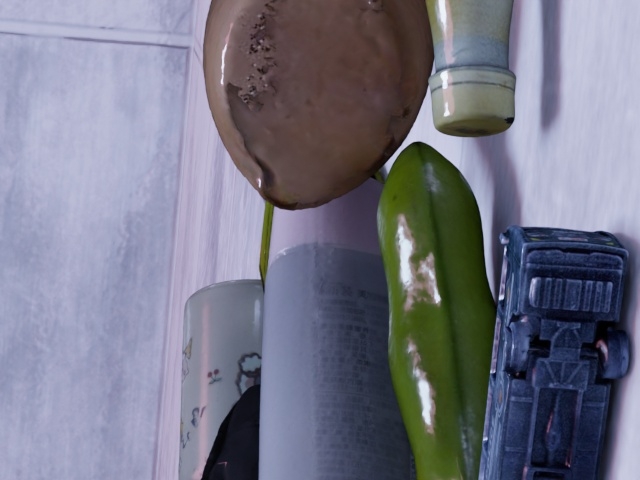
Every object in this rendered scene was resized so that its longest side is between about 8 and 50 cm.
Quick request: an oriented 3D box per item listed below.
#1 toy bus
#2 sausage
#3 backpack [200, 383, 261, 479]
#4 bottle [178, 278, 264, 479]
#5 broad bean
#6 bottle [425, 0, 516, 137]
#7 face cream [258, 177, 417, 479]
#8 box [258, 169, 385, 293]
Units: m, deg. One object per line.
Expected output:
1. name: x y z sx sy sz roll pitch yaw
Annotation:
1. toy bus: 0.087 0.074 0.779 0.065 0.047 0.165 -103 17 -75
2. sausage: 0.004 -0.120 1.049 0.253 0.123 0.123 -84 2 -63
3. backpack: -0.020 0.161 1.277 0.165 0.106 0.120 -71 -29 -51
4. bottle: -0.051 0.152 1.458 0.110 0.110 0.233 112 161 -65
5. broad bean: 0.061 0.085 0.901 0.098 0.056 0.318 79 -173 -53
6. bottle: 0.066 -0.180 0.909 0.083 0.083 0.269 124 147 -74
7. face cream: 0.021 0.088 0.984 0.073 0.107 0.269 -43 34 43
8. box: 0.001 0.000 1.348 0.220 0.064 0.141 -110 26 -66
